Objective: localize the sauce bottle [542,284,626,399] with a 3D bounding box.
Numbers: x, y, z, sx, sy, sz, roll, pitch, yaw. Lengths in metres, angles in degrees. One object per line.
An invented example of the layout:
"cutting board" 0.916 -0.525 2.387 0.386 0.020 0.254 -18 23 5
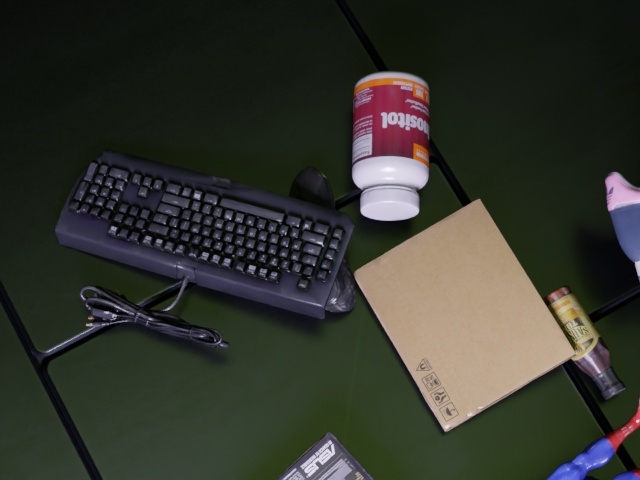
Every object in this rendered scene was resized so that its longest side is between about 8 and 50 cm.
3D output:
"sauce bottle" 0.284 0.110 1.515 0.042 0.042 0.128 -29 74 -10

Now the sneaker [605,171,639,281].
"sneaker" 0.449 -0.080 1.472 0.319 0.112 0.131 -27 83 -6

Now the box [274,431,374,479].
"box" -0.022 0.382 1.401 0.307 0.076 0.242 -41 78 -13

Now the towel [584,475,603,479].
"towel" 0.316 0.406 1.411 0.227 0.076 0.308 14 72 -5

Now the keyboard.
"keyboard" -0.139 0.020 1.513 0.317 0.033 0.202 15 72 14

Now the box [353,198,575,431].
"box" 0.154 0.079 1.517 0.164 0.021 0.201 -30 75 1

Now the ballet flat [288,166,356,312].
"ballet flat" 0.000 0.000 1.549 0.057 0.049 0.173 -20 66 21

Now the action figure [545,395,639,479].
"action figure" 0.227 0.248 1.348 0.280 0.139 0.091 -37 66 -6

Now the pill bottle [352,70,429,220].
"pill bottle" 0.078 -0.103 1.554 0.086 0.086 0.152 2 73 -1
